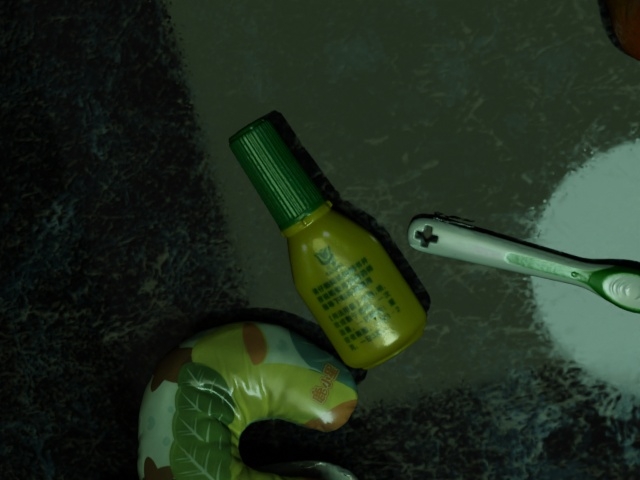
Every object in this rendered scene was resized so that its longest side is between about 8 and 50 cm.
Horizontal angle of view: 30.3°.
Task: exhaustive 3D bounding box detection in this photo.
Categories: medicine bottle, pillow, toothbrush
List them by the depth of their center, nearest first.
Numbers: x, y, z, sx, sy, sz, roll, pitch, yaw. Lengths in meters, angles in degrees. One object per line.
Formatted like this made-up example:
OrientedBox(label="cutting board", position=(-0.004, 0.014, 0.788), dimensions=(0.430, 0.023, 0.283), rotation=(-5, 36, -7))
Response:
OrientedBox(label="toothbrush", position=(0.284, 0.044, 1.112), dimensions=(0.418, 0.040, 0.042), rotation=(14, 106, 5))
OrientedBox(label="medicine bottle", position=(0.000, 0.000, 1.131), dimensions=(0.095, 0.064, 0.260), rotation=(-33, 96, 12))
OrientedBox(label="pillow", position=(-0.071, 0.192, 1.142), dimensions=(0.214, 0.086, 0.233), rotation=(6, 69, 2))

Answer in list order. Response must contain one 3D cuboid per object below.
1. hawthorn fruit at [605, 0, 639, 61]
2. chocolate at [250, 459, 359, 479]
OrientedBox(label="hawthorn fruit", position=(0.313, -0.209, 1.016), dimensions=(0.125, 0.140, 0.125), rotation=(-7, 106, -24))
OrientedBox(label="chocolate", position=(-0.084, 0.326, 1.189), dimensions=(0.303, 0.100, 0.185), rotation=(-10, 78, 8))
